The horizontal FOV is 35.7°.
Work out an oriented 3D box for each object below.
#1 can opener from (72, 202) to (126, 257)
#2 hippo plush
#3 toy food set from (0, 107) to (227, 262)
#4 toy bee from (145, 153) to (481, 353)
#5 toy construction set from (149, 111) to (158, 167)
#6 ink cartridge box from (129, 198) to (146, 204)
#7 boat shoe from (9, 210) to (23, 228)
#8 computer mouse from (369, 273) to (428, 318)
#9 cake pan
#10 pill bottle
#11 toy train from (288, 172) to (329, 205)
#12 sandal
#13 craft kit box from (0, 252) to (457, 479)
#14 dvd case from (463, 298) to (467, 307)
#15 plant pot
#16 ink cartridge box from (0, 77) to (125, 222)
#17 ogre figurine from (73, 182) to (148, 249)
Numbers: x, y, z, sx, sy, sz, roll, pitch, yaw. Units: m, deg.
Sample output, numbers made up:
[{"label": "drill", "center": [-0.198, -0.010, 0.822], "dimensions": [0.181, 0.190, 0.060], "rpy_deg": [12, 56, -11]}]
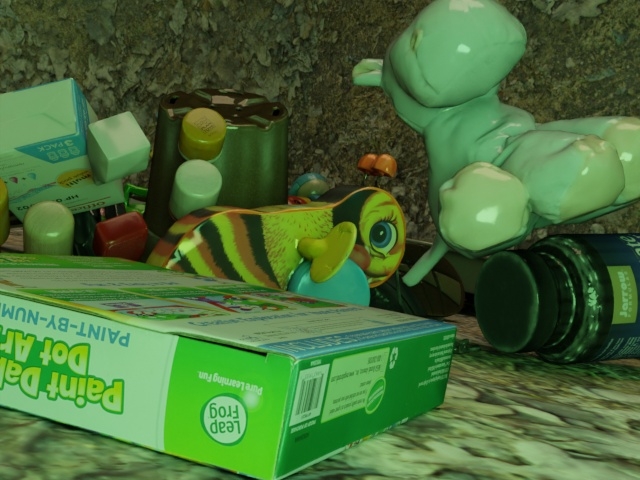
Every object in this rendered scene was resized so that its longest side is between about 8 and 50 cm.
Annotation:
[{"label": "can opener", "center": [-0.226, -0.029, 1.034], "dimensions": [0.059, 0.073, 0.186], "rpy_deg": [-5, 38, -6]}, {"label": "hippo plush", "center": [0.171, -0.116, 0.943], "dimensions": [0.234, 0.236, 0.294], "rpy_deg": [-19, -7, -7]}, {"label": "toy food set", "center": [-0.180, -0.025, 0.848], "dimensions": [0.232, 0.111, 0.104], "rpy_deg": [-24, -21, -27]}, {"label": "toy bee", "center": [0.000, 0.000, 0.850], "dimensions": [0.195, 0.162, 0.298], "rpy_deg": [9, 1, 44]}, {"label": "toy construction set", "center": [-0.151, -0.068, 1.470], "dimensions": [0.215, 0.151, 0.327], "rpy_deg": [54, 7, -35]}, {"label": "ink cartridge box", "center": [-0.231, -0.025, 1.655], "dimensions": [0.175, 0.072, 0.127], "rpy_deg": [9, -4, -4]}, {"label": "boat shoe", "center": [-0.391, -0.052, 1.125], "dimensions": [0.257, 0.095, 0.095], "rpy_deg": [-14, 0, 20]}, {"label": "computer mouse", "center": [-0.019, 0.040, 1.057], "dimensions": [0.262, 0.060, 0.184], "rpy_deg": [10, 1, 17]}, {"label": "cake pan", "center": [0.186, 0.050, 1.431], "dimensions": [0.293, 0.054, 0.293], "rpy_deg": [14, -5, 1]}, {"label": "pill bottle", "center": [0.261, 0.054, 0.941], "dimensions": [0.219, 0.123, 0.123], "rpy_deg": [-1, 7, -28]}, {"label": "toy train", "center": [-0.070, -0.040, 1.324], "dimensions": [0.248, 0.105, 0.143], "rpy_deg": [5, 36, -30]}, {"label": "sandal", "center": [0.063, 0.050, 1.195], "dimensions": [0.219, 0.090, 0.060], "rpy_deg": [3, -19, -6]}, {"label": "craft kit box", "center": [-0.078, 0.050, 0.526], "dimensions": [0.247, 0.061, 0.250], "rpy_deg": [13, 3, 22]}, {"label": "dvd case", "center": [0.081, 0.069, 1.354], "dimensions": [0.164, 0.018, 0.221], "rpy_deg": [10, 2, 31]}, {"label": "plant pot", "center": [-0.099, -0.055, 0.981], "dimensions": [0.167, 0.165, 0.167], "rpy_deg": [6, 24, -3]}, {"label": "ink cartridge box", "center": [-0.249, -0.071, 0.929], "dimensions": [0.104, 0.061, 0.181], "rpy_deg": [-13, -22, 1]}, {"label": "ogre figurine", "center": [-0.246, -0.018, 1.186], "dimensions": [0.118, 0.097, 0.197], "rpy_deg": [-2, -9, -3]}]
